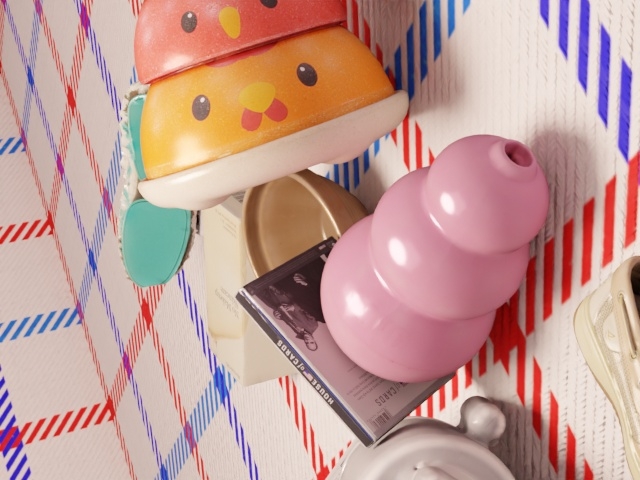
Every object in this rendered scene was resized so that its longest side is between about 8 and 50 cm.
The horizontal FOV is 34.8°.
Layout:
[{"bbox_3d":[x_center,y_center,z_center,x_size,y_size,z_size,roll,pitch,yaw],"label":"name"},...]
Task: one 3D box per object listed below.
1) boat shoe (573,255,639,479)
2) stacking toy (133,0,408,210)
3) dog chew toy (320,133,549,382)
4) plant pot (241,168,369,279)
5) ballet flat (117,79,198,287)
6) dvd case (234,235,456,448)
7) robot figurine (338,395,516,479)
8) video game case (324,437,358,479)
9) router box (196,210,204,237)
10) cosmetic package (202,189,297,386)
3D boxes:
[{"bbox_3d":[0.326,0.154,0.894,0.098,0.109,0.302,113,142,-52],"label":"boat shoe"},{"bbox_3d":[-0.124,-0.302,1.233,0.350,0.350,0.480,-2,110,64],"label":"stacking toy"},{"bbox_3d":[0.133,0.014,1.123,0.207,0.206,0.332,64,143,26],"label":"dog chew toy"},{"bbox_3d":[0.000,0.000,1.446,0.237,0.109,0.237,26,126,43],"label":"plant pot"},{"bbox_3d":[-0.282,-0.112,1.816,0.147,0.147,0.409,47,138,46],"label":"ballet flat"},{"bbox_3d":[0.034,0.116,1.242,0.239,0.179,0.029,48,134,13],"label":"dvd case"},{"bbox_3d":[0.122,0.316,1.202,0.200,0.300,0.353,36,177,0],"label":"robot figurine"},{"bbox_3d":[0.055,0.397,1.489,0.201,0.023,0.183,-54,33,-4],"label":"video game case"},{"bbox_3d":[-0.229,-0.187,1.878,0.301,0.082,0.335,24,122,59],"label":"router box"},{"bbox_3d":[-0.118,0.071,1.739,0.160,0.113,0.309,36,131,53],"label":"cosmetic package"}]
